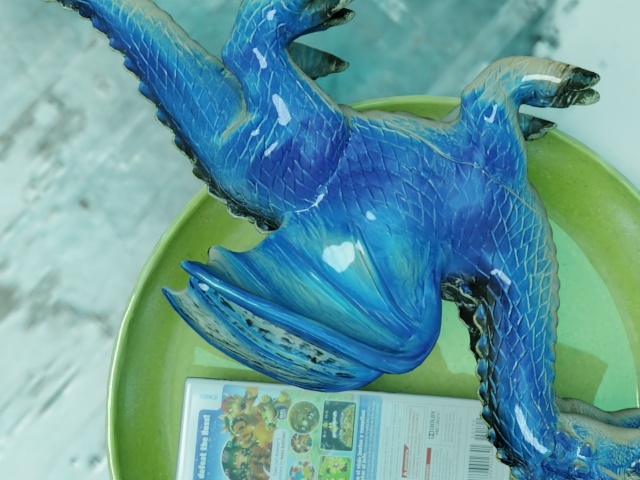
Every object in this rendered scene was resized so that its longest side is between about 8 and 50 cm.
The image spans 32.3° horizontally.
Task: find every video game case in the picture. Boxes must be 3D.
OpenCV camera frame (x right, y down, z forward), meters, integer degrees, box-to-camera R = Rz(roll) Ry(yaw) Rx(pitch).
[{"bbox_3d":[0.008,0.097,0.399,0.122,0.011,0.087,6,86,-10],"label":"video game case"}]

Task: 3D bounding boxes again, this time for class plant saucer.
[{"bbox_3d":[0.039,0.065,0.432,0.241,0.037,0.240,1,87,-11],"label":"plant saucer"}]

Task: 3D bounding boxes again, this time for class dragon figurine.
[{"bbox_3d":[0.000,0.000,0.359,0.289,0.085,0.144,19,77,-8],"label":"dragon figurine"}]
